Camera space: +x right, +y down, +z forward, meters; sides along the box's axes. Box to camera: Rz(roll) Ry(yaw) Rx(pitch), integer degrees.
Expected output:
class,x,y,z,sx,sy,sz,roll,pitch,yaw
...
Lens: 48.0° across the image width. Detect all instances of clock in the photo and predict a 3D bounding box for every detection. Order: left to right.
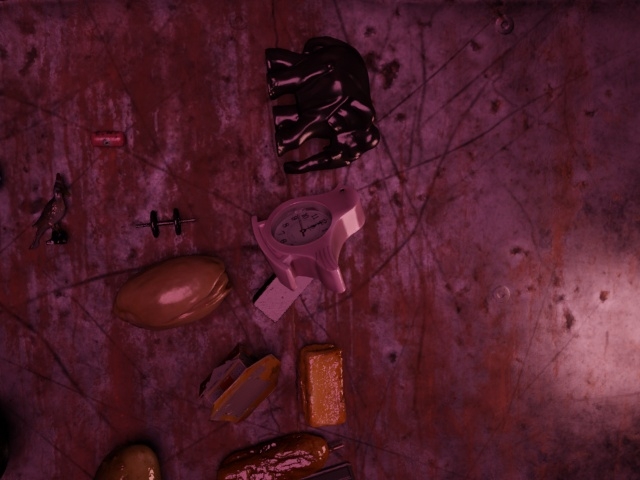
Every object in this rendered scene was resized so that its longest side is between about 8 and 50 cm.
class,x,y,z,sx,sy,sz,roll,pitch,yaw
clock,0.000,0.000,1.710,0.275,0.290,0.080,-24,135,-7

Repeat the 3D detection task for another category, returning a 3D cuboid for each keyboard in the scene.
class,x,y,z,sx,sy,sz,roll,pitch,yaw
keyboard,-0.091,0.686,1.894,0.381,0.041,0.103,-17,96,-9

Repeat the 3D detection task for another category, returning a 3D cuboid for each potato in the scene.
class,x,y,z,sx,sy,sz,roll,pitch,yaw
potato,-0.488,0.655,1.775,0.173,0.210,0.307,13,88,-32

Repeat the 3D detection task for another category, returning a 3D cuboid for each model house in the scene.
class,x,y,z,sx,sy,sz,roll,pitch,yaw
model house,-0.213,0.332,1.798,0.136,0.207,0.219,41,92,29

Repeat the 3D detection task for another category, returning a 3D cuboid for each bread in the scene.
class,x,y,z,sx,sy,sz,roll,pitch,yaw
bread,-0.104,0.579,1.853,0.344,0.084,0.124,-17,97,-3
bread,0.005,0.371,1.841,0.114,0.083,0.211,-3,96,-10

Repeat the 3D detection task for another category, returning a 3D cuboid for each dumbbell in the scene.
class,x,y,z,sx,sy,sz,roll,pitch,yaw
dumbbell,-0.382,-0.043,1.774,0.147,0.069,0.069,-7,96,-4

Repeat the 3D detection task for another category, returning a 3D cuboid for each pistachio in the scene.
class,x,y,z,sx,sy,sz,roll,pitch,yaw
pistachio,-0.365,0.127,1.751,0.293,0.181,0.162,-21,134,1

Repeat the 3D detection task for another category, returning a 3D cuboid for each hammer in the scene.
class,x,y,z,sx,sy,sz,roll,pitch,yaw
hammer,-0.519,-0.247,1.755,0.083,0.043,0.043,1,96,-4

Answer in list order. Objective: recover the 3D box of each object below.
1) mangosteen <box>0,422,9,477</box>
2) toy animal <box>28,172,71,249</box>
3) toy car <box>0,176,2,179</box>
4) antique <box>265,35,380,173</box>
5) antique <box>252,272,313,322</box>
class,x,y,z,sx,sy,sz,roll,pitch,yaw
mangosteen,-0.886,0.500,1.693,0.288,0.288,0.288,0,96,-5
toy animal,-0.652,-0.065,1.753,0.105,0.070,0.202,15,99,13
toy car,-0.873,-0.145,1.727,0.216,0.063,0.103,-10,96,2
antique,0.006,-0.327,1.720,0.255,0.185,0.322,-6,93,-3
antique,-0.071,0.096,1.810,0.081,0.080,0.221,42,90,-8
